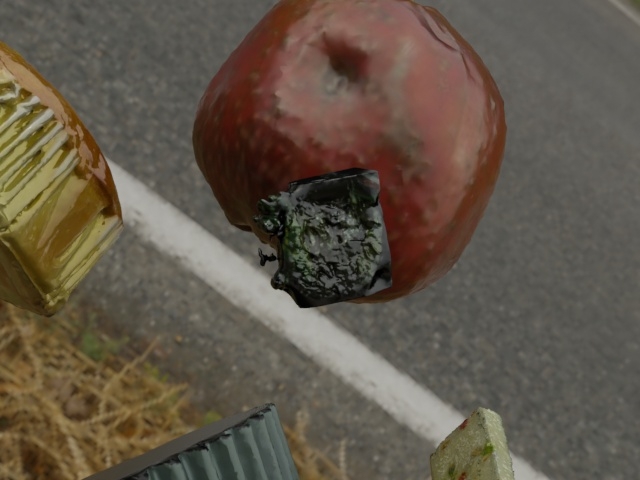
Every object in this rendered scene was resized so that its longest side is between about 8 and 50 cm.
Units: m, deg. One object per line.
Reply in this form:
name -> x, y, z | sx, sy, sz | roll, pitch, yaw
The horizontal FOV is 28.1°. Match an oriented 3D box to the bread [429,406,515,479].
bread -> 0.109, 0.182, 0.913 | 0.028, 0.068, 0.154 | 35, 21, -15

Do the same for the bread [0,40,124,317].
bread -> -0.198, -0.044, 0.796 | 0.132, 0.114, 0.190 | 31, -18, 25

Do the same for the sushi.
sushi -> 0.000, 0.000, 0.870 | 0.056, 0.084, 0.083 | -154, -129, -75

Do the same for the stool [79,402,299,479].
stool -> -0.104, 0.326, 0.927 | 0.297, 0.297, 0.330 | -18, 84, -63

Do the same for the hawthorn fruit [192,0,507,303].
hawthorn fruit -> 0.031, -0.095, 1.097 | 0.275, 0.300, 0.275 | 20, 8, -3
